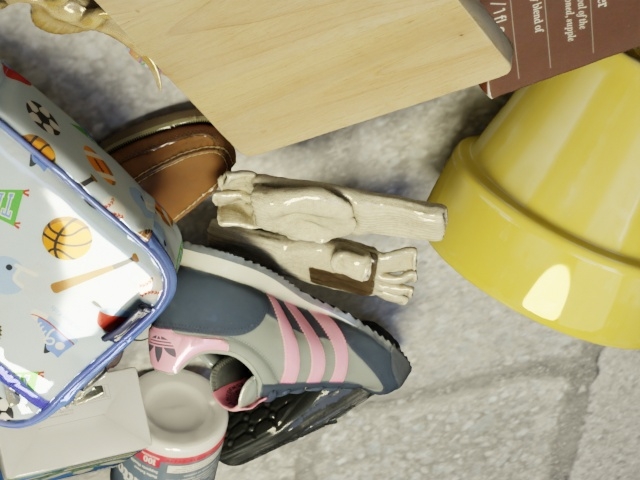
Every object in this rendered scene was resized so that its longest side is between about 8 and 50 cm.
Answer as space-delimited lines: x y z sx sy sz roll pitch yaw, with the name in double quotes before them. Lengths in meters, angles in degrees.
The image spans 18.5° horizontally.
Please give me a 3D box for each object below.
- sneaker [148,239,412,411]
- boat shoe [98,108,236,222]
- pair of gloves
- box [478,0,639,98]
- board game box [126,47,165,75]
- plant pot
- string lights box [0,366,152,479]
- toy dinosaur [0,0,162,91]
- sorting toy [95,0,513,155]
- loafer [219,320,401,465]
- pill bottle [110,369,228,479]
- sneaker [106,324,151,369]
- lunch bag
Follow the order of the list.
"sneaker" -0.044 0.109 1.852 0.319 0.112 0.131 29 77 -40
"boat shoe" -0.199 0.001 1.719 0.307 0.104 0.111 -31 140 9
"pair of gloves" 0.000 0.000 1.742 0.204 0.042 0.240 11 162 -4
"box" 0.281 -0.278 1.613 0.381 0.143 0.191 -21 141 -5
"board game box" -0.080 -0.186 1.620 0.133 0.033 0.168 0 136 -26
"plant pot" 0.252 -0.068 1.776 0.254 0.254 0.239 10 115 -35
"string lights box" -0.245 0.180 1.828 0.133 0.076 0.260 -11 172 -15
"toy dinosaur" -0.185 -0.186 1.568 0.183 0.053 0.092 19 141 -31
"sorting toy" -0.021 -0.204 1.493 0.257 0.089 0.255 -16 134 32
"loafer" -0.011 0.169 2.028 0.223 0.076 0.078 -34 133 7
"pill bottle" -0.158 0.225 1.994 0.108 0.108 0.180 -7 138 -20
"sneaker" -0.185 0.055 1.783 0.072 0.178 0.077 33 109 4
"lunch bag" -0.272 0.006 1.592 0.243 0.115 0.303 -40 108 16
